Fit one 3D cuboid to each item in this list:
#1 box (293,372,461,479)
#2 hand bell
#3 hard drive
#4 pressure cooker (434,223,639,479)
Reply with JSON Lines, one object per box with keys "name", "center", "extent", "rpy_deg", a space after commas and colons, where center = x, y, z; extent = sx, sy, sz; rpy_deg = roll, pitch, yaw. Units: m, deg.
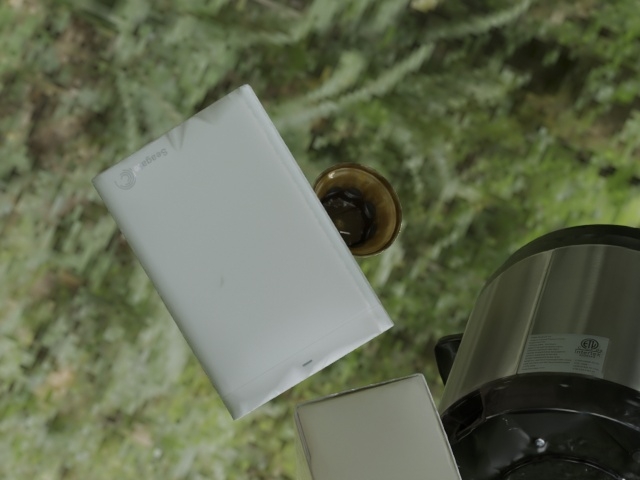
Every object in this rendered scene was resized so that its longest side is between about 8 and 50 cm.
{"name": "box", "center": [0.054, 0.248, 1.593], "extent": [0.232, 0.127, 0.148], "rpy_deg": [90, -16, -61]}
{"name": "hand bell", "center": [0.000, 0.000, 2.225], "extent": [0.126, 0.126, 0.242], "rpy_deg": [-64, -169, -28]}
{"name": "hard drive", "center": [-0.085, 0.013, 1.860], "extent": [0.203, 0.307, 0.040], "rpy_deg": [-31, 177, 5]}
{"name": "pressure cooker", "center": [0.337, 0.187, 2.020], "extent": [0.375, 0.370, 0.420], "rpy_deg": [-55, -173, 40]}
